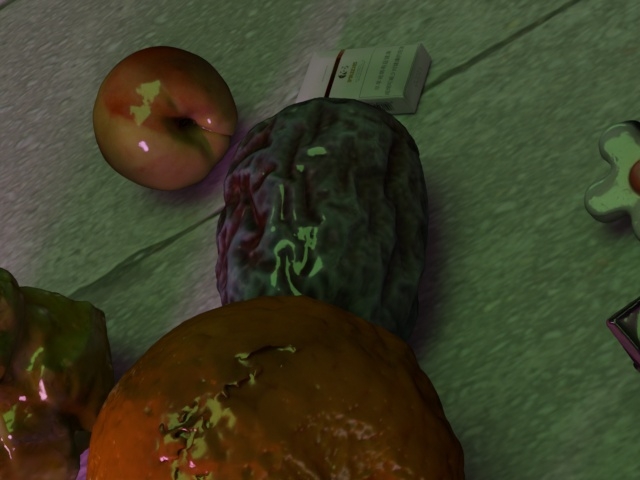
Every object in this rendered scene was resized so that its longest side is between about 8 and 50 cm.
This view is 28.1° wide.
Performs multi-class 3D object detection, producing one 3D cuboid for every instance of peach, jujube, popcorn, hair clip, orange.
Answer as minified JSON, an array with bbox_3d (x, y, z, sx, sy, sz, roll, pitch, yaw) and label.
[{"bbox_3d":[-0.198,-0.154,1.597,0.184,0.184,0.184,-16,51,21],"label":"peach"},{"bbox_3d":[0.000,0.000,1.342,0.226,0.226,0.317,-9,59,26],"label":"jujube"},{"bbox_3d":[-0.358,0.144,1.422,0.276,0.276,0.225,-49,36,-8],"label":"popcorn"},{"bbox_3d":[0.358,-0.019,1.229,0.146,0.075,0.257,-33,51,0],"label":"hair clip"},{"bbox_3d":[-0.046,0.220,1.125,0.293,0.340,0.341,-13,46,61],"label":"orange"}]

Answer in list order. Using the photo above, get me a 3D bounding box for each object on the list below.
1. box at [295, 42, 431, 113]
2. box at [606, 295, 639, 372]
[{"bbox_3d":[0.051,-0.194,1.559,0.154,0.040,0.084,0,61,33],"label":"box"},{"bbox_3d":[0.387,0.117,1.031,0.188,0.153,0.252,-37,57,4],"label":"box"}]
